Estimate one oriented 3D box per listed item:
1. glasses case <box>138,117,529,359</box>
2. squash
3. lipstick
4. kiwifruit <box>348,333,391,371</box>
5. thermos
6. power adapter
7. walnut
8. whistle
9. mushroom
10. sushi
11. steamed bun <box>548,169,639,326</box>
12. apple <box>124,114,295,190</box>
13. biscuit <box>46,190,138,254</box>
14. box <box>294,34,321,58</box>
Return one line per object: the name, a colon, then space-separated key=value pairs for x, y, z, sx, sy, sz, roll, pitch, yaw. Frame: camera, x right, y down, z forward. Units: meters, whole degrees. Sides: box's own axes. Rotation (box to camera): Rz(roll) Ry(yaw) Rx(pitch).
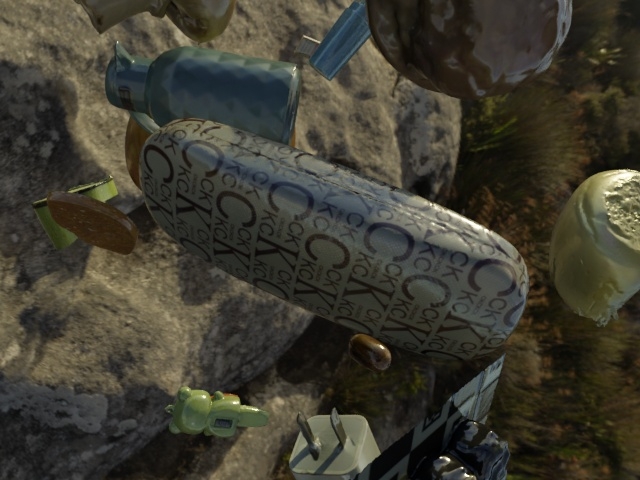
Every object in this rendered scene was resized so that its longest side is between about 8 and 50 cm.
glasses case: x=0.000 y=0.000 z=0.467 sx=0.137 sy=0.354 sz=0.085 roll=102 pitch=15 yaw=-45
squash: x=-0.625 y=-0.086 z=1.394 sx=0.220 sy=0.220 sz=0.133 roll=-39 pitch=112 yaw=-36
lipstick: x=0.085 y=-0.425 z=0.992 sx=0.274 sy=0.061 sz=0.068 roll=-49 pitch=140 yaw=9
kiwifruit: x=0.124 y=0.285 z=1.343 sx=0.075 sy=0.124 sz=0.075 roll=-30 pitch=134 yaw=-37
thermos: x=-0.180 y=-0.214 z=0.829 sx=0.286 sy=0.182 sz=0.145 roll=9 pitch=57 yaw=0
power adapter: x=0.023 y=0.369 z=0.915 sx=0.125 sy=0.130 sz=0.205 roll=-61 pitch=137 yaw=-53
walnut: x=0.174 y=-0.300 z=0.638 sx=0.227 sy=0.273 sz=0.273 roll=-35 pitch=111 yaw=-23
whistle: x=-0.279 y=0.472 z=1.447 sx=0.288 sy=0.106 sz=0.131 roll=13 pitch=98 yaw=-23
mushroom: x=-0.318 y=-0.492 z=1.017 sx=0.290 sy=0.292 sz=0.292 roll=-41 pitch=116 yaw=-9
sushi: x=0.177 y=0.372 z=0.743 sx=0.373 sy=0.100 sz=0.296 roll=-20 pitch=125 yaw=-40
steamed bun: x=0.526 y=0.006 z=1.014 sx=0.166 sy=0.232 sz=0.273 roll=24 pitch=60 yaw=9
apple: x=-0.218 y=-0.208 z=1.089 sx=0.339 sy=0.339 sz=0.340 roll=3 pitch=86 yaw=-41
biscuit: x=-0.452 y=-0.036 z=1.073 sx=0.221 sy=0.142 sz=0.029 roll=46 pitch=41 yaw=-47
box: x=-0.011 y=-0.425 z=1.187 sx=0.083 sy=0.046 sz=0.012 roll=13 pitch=47 yaw=-26
